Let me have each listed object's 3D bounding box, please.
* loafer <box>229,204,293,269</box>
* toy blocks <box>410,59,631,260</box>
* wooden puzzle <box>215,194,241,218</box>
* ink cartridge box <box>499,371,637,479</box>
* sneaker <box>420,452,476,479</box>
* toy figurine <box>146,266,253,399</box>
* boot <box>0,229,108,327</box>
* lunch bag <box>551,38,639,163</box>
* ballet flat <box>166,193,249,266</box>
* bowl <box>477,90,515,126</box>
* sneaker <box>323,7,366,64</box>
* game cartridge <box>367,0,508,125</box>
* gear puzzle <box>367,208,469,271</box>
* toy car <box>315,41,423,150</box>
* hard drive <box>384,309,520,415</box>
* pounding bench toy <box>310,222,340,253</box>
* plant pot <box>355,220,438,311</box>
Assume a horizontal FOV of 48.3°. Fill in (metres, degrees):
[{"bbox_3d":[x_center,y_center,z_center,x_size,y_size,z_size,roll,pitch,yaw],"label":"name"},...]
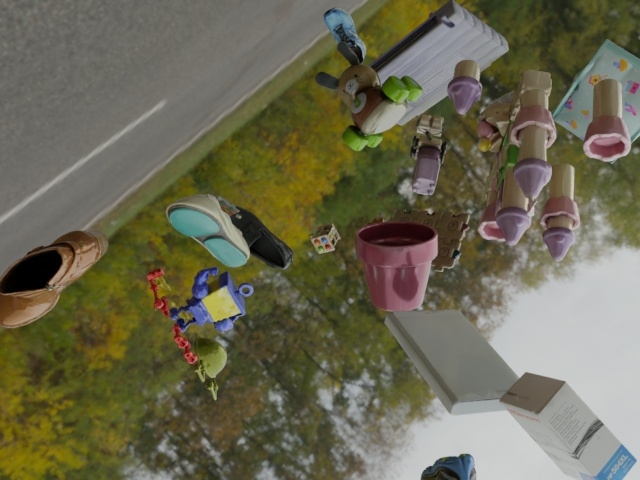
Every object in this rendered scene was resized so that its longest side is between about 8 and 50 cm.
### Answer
[{"bbox_3d":[-0.160,-0.010,1.709,0.076,0.223,0.078,-51,-176,14],"label":"loafer"},{"bbox_3d":[0.294,-0.094,1.143,0.288,0.309,0.260,92,10,-61],"label":"toy blocks"},{"bbox_3d":[-0.185,-0.065,1.352,0.049,0.083,0.006,-19,-139,52],"label":"wooden puzzle"},{"bbox_3d":[0.447,0.346,1.303,0.086,0.203,0.148,-43,-174,-12],"label":"ink cartridge box"},{"bbox_3d":[0.188,0.365,1.038,0.067,0.078,0.188,-4,152,-3],"label":"sneaker"},{"bbox_3d":[-0.253,0.194,1.793,0.217,0.362,0.191,-27,-151,-2],"label":"toy figurine"},{"bbox_3d":[-0.524,0.084,1.296,0.283,0.109,0.220,-31,-174,6],"label":"boot"},{"bbox_3d":[0.752,-0.367,1.817,0.160,0.223,0.262,-45,167,-29],"label":"lunch bag"},{"bbox_3d":[-0.194,-0.033,1.241,0.086,0.086,0.248,-45,151,-7],"label":"ballet flat"},{"bbox_3d":[0.509,-0.317,1.892,0.170,0.080,0.170,-29,-152,17],"label":"bowl"},{"bbox_3d":[0.066,-0.503,1.761,0.063,0.162,0.073,-31,-146,19],"label":"sneaker"},{"bbox_3d":[0.256,-0.425,1.756,0.230,0.068,0.355,12,146,-44],"label":"game cartridge"},{"bbox_3d":[0.255,-0.002,1.992,0.339,0.044,0.175,7,-110,42],"label":"gear puzzle"},{"bbox_3d":[0.076,-0.299,1.414,0.155,0.188,0.149,-49,168,27],"label":"toy car"},{"bbox_3d":[0.293,0.253,1.546,0.307,0.203,0.040,-126,-137,-53],"label":"hard drive"},{"bbox_3d":[0.000,0.000,1.936,0.083,0.052,0.065,-15,-152,31],"label":"pounding bench toy"},{"bbox_3d":[0.185,0.065,1.733,0.201,0.180,0.201,-2,-161,1],"label":"plant pot"}]
